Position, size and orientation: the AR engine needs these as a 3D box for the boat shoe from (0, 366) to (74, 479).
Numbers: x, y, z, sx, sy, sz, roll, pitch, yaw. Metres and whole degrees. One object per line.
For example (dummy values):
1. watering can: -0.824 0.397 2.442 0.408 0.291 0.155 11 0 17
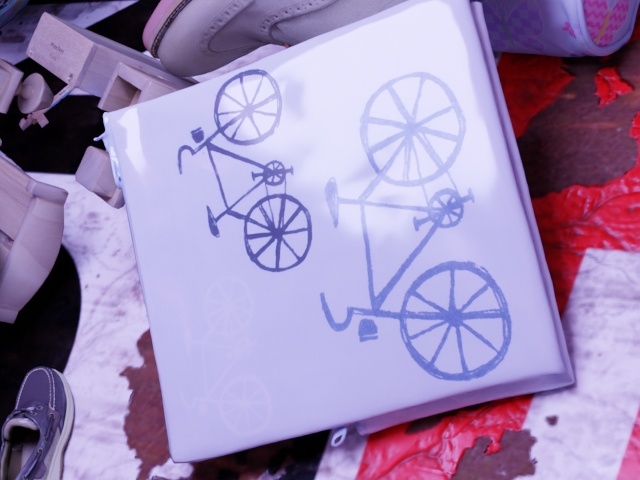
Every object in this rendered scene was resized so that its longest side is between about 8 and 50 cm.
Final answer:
1. boat shoe: -0.253 0.169 1.224 0.056 0.049 0.152 -23 46 17

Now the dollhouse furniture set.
1. dollhouse furniture set: -0.243 -0.015 1.368 0.303 0.174 0.355 33 101 46

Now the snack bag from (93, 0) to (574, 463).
1. snack bag: 0.000 0.000 1.104 0.342 0.037 0.323 -18 76 18

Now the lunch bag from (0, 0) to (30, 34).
1. lunch bag: -0.335 -0.352 1.601 0.279 0.108 0.224 -49 13 -9

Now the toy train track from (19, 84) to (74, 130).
1. toy train track: -0.302 -0.154 1.546 0.083 0.014 0.048 -40 44 -2

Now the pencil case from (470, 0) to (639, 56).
1. pencil case: 0.146 -0.231 1.234 0.273 0.124 0.113 13 52 39

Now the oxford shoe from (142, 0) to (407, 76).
1. oxford shoe: -0.002 -0.199 1.202 0.397 0.146 0.140 -20 1 42
